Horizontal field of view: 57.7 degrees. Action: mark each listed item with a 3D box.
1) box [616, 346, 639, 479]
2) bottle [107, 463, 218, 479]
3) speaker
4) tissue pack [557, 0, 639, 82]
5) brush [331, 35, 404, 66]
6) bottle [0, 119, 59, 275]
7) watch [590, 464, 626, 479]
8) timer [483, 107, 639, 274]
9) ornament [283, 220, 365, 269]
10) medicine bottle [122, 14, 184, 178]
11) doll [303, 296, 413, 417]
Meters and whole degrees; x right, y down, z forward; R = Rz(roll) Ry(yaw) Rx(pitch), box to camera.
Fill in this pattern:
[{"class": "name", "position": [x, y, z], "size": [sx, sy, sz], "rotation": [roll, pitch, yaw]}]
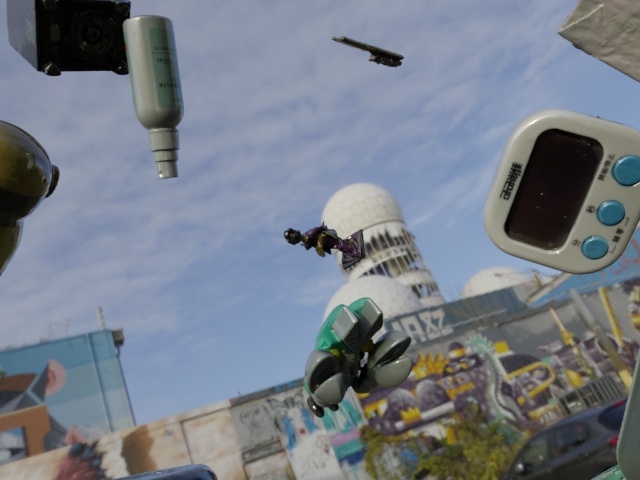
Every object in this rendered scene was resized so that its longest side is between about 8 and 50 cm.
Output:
[{"class": "box", "position": [0.575, 0.228, 0.697], "size": [0.111, 0.396, 0.396], "rotation": [-1, -75, -24]}, {"class": "bottle", "position": [-0.098, 0.298, 0.289], "size": [0.144, 0.335, 0.144], "rotation": [-11, -17, -4]}, {"class": "speaker", "position": [-0.608, -0.523, 1.421], "size": [0.232, 0.254, 0.184], "rotation": [-16, -49, -38]}, {"class": "tissue pack", "position": [0.259, -0.177, 0.433], "size": [0.148, 0.109, 0.060], "rotation": [-47, -13, -36]}, {"class": "brush", "position": [0.124, -0.476, 1.470], "size": [0.043, 0.036, 0.248], "rotation": [3, 3, 42]}, {"class": "bottle", "position": [-0.504, -0.008, 0.796], "size": [0.351, 0.171, 0.172], "rotation": [-49, -29, 10]}, {"class": "watch", "position": [0.497, 0.451, 1.006], "size": [0.237, 0.068, 0.195], "rotation": [-21, -22, -29]}, {"class": "timer", "position": [0.411, -0.083, 0.972], "size": [0.087, 0.237, 0.261], "rotation": [-45, -29, -64]}, {"class": "ornament", "position": [-0.002, 0.004, 1.361], "size": [0.203, 0.088, 0.081], "rotation": [10, -32, -28]}, {"class": "medicine bottle", "position": [-0.365, -0.315, 1.308], "size": [0.110, 0.351, 0.110], "rotation": [-6, 6, 1]}, {"class": "doll", "position": [0.061, 0.217, 1.013], "size": [0.195, 0.153, 0.258], "rotation": [-34, -34, -16]}]
